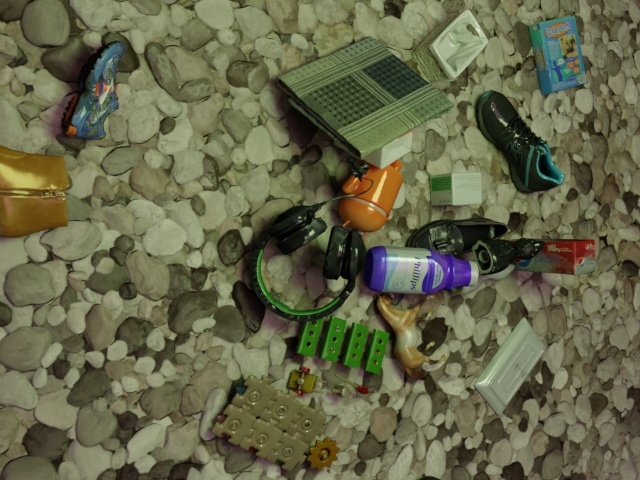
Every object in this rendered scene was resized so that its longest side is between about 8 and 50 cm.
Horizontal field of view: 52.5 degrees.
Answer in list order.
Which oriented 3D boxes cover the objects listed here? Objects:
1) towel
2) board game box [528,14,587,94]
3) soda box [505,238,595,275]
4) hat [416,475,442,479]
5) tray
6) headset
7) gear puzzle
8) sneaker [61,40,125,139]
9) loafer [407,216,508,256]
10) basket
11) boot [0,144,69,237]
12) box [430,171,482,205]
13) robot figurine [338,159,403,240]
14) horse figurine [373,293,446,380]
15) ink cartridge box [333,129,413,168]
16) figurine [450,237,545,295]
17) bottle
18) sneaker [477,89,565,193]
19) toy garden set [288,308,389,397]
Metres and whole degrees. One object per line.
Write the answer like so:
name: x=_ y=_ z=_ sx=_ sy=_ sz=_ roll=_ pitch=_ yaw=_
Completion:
towel: x=0.101 y=-0.339 z=1.528 sx=0.324 sy=0.056 sz=0.312 roll=-31 pitch=64 yaw=-28
board game box: x=0.721 y=-0.561 z=1.963 sx=0.160 sy=0.047 sz=0.210 roll=-18 pitch=100 yaw=-27
soda box: x=0.625 y=0.041 z=1.797 sx=0.084 sy=0.263 sz=0.092 roll=-4 pitch=93 yaw=-30
hat: x=0.284 y=0.801 z=1.699 sx=0.332 sy=0.134 sz=0.331 roll=-1 pitch=92 yaw=-29
tray: x=0.570 y=0.371 z=1.906 sx=0.270 sy=0.030 sz=0.145 roll=-47 pitch=112 yaw=-20
headset: x=0.000 y=0.000 z=1.467 sx=0.244 sy=0.185 sz=0.394 roll=30 pitch=91 yaw=0
gear puzzle: x=-0.083 y=0.444 z=1.537 sx=0.339 sy=0.044 sz=0.175 roll=35 pitch=89 yaw=-24
sneaker: x=-0.448 y=-0.304 z=1.322 sx=0.087 sy=0.083 sz=0.221 roll=26 pitch=84 yaw=-40
loafer: x=0.376 y=-0.012 z=1.755 sx=0.303 sy=0.095 sz=0.109 roll=-13 pitch=93 yaw=-28
basket: x=0.343 y=-0.513 z=1.726 sx=0.167 sy=0.103 sz=0.113 roll=-47 pitch=111 yaw=-19
boot: x=-0.598 y=-0.152 z=1.230 sx=0.211 sy=0.104 sz=0.294 roll=-15 pitch=103 yaw=-33
box: x=0.363 y=-0.137 z=1.744 sx=0.102 sy=0.101 sz=0.087 roll=-5 pitch=93 yaw=-27
robot figurine: x=0.122 y=-0.115 z=1.599 sx=0.128 sy=0.158 sz=0.219 roll=22 pitch=79 yaw=6
horse figurine: x=0.241 y=0.254 z=1.705 sx=0.175 sy=0.066 sz=0.263 roll=-10 pitch=93 yaw=-34
ink cartridge box: x=0.113 y=-0.260 z=1.581 sx=0.115 sy=0.198 sz=0.067 roll=-32 pitch=140 yaw=-32
figurine: x=0.477 y=0.066 z=1.767 sx=0.210 sy=0.215 sz=0.092 roll=-9 pitch=65 yaw=-30
bottle: x=0.257 y=0.079 z=1.650 sx=0.283 sy=0.092 sz=0.118 roll=4 pitch=101 yaw=-10
sneaker: x=0.574 y=-0.286 z=1.835 sx=0.125 sy=0.140 sz=0.340 roll=-45 pitch=109 yaw=-19
toy garden set: x=0.038 y=0.297 z=1.606 sx=0.244 sy=0.049 sz=0.203 roll=20 pitch=79 yaw=-28
